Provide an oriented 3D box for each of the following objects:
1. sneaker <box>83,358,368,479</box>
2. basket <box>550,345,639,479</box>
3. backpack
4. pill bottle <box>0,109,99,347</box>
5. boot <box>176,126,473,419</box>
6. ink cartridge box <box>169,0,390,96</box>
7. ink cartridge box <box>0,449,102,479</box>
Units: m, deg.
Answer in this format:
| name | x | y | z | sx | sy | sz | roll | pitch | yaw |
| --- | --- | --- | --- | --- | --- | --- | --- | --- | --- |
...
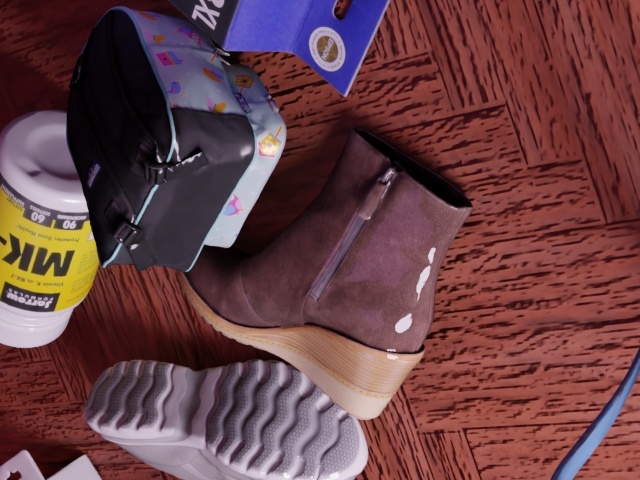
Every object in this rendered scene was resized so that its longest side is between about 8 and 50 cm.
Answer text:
| name | x | y | z | sx | sy | sz | roll | pitch | yaw |
| --- | --- | --- | --- | --- | --- | --- | --- | --- | --- |
| sneaker | -0.070 | 0.169 | 1.495 | 0.281 | 0.105 | 0.115 | 9 | 151 | 35 |
| basket | 0.301 | 0.147 | 1.001 | 0.289 | 0.255 | 0.201 | 24 | 129 | 19 |
| backpack | -0.123 | -0.088 | 1.335 | 0.188 | 0.144 | 0.166 | 58 | 136 | 34 |
| pill bottle | -0.254 | -0.006 | 1.531 | 0.119 | 0.119 | 0.208 | 42 | 134 | 19 |
| boot | 0.000 | 0.000 | 1.349 | 0.248 | 0.090 | 0.206 | 34 | 117 | 31 |
| ink cartridge box | -0.098 | -0.277 | 1.289 | 0.371 | 0.069 | 0.175 | 40 | 132 | 17 |
| ink cartridge box | -0.254 | 0.291 | 1.730 | 0.104 | 0.060 | 0.180 | -36 | 85 | 47 |
